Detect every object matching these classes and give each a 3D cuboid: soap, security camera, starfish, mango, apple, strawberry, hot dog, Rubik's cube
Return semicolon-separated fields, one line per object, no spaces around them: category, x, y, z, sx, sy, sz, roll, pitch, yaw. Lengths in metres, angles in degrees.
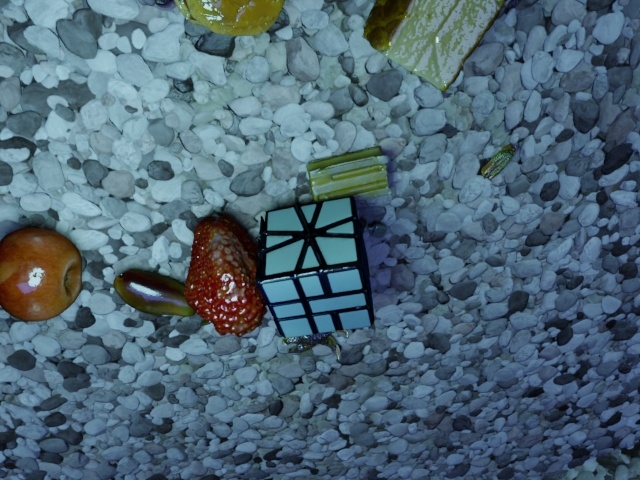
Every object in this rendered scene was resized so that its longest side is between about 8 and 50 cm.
soap;0.083;-0.182;1.502;0.233;0.076;0.135;-12;123;-1
security camera;0.164;-0.036;1.622;0.092;0.058;0.058;14;119;-30
starfish;-0.013;0.348;1.818;0.238;0.071;0.216;-21;127;17
mango;-0.515;0.172;1.610;0.267;0.111;0.133;22;100;-18
apple;-0.793;0.097;1.447;0.206;0.251;0.272;5;108;-11
strawberry;-0.269;0.095;1.511;0.267;0.312;0.351;-14;105;-23
hot dog;0.541;-0.236;1.551;0.056;0.041;0.133;31;112;-24
Rubik's cube;-0.008;0.080;1.474;0.293;0.288;0.283;-10;136;11

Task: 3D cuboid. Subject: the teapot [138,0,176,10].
teapot;-0.374;-0.607;1.163;0.146;0.116;0.148;-44;113;4

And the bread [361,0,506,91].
bread;0.257;-0.540;1.198;0.207;0.279;0.279;22;119;-22

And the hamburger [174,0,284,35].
hamburger;-0.208;-0.579;1.144;0.244;0.163;0.244;-18;135;-20
